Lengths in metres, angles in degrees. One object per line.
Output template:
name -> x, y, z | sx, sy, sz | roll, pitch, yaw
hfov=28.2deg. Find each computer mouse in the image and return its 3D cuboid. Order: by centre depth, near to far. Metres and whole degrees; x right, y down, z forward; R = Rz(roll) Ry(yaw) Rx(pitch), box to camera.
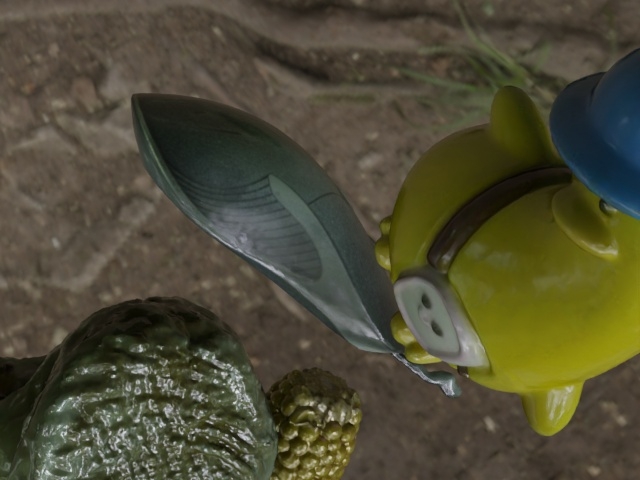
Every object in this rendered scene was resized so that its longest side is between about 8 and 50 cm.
computer mouse -> 0.000, 0.000, 1.031 | 0.379, 0.167, 0.090 | 42, 99, -20

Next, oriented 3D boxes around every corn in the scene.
corn -> -0.061, 0.276, 1.270 | 0.130, 0.130, 0.346 | 13, 117, -29

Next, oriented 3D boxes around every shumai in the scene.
shumai -> -0.179, 0.147, 1.125 | 0.261, 0.222, 0.225 | -2, 104, -33

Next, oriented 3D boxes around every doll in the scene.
doll -> 0.130, 0.006, 0.702 | 0.145, 0.363, 0.199 | -12, 84, -21
